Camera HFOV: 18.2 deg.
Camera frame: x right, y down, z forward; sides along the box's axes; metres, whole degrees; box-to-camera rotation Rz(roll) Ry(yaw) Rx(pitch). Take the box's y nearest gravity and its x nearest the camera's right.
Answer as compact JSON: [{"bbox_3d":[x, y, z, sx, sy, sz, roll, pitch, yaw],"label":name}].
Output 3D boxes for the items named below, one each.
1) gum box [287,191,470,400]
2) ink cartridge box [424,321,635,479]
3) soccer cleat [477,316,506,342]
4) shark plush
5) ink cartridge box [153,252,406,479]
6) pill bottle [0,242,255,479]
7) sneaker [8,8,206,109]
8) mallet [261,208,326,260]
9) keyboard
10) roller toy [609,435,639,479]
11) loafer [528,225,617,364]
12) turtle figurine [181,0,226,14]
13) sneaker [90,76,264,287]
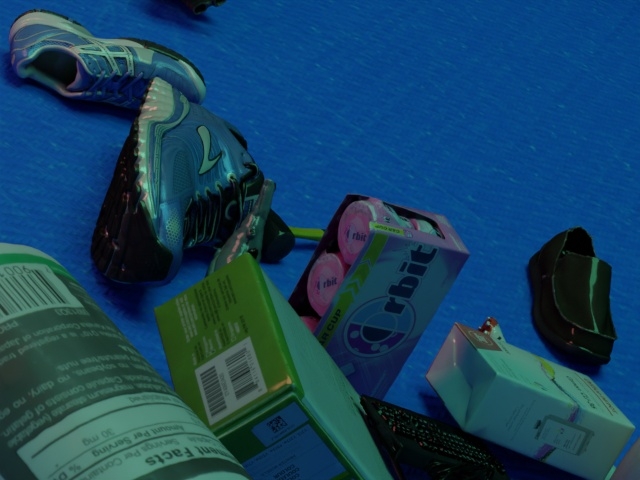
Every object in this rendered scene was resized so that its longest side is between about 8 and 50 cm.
[{"bbox_3d":[0.040,0.050,1.761,0.107,0.188,0.062,12,30,-32],"label":"gum box"},{"bbox_3d":[0.208,0.156,1.845,0.198,0.067,0.115,23,14,-24],"label":"ink cartridge box"},{"bbox_3d":[0.174,0.108,1.985,0.035,0.029,0.083,30,27,-17],"label":"soccer cleat"},{"bbox_3d":[-0.064,0.026,1.767,0.073,0.161,0.067,35,-18,-7],"label":"shark plush"},{"bbox_3d":[-0.016,0.164,1.622,0.255,0.097,0.189,54,8,-35],"label":"ink cartridge box"},{"bbox_3d":[-0.152,0.184,1.293,0.204,0.204,0.361,-2,39,-48],"label":"pill bottle"},{"bbox_3d":[-0.222,-0.167,2.050,0.211,0.080,0.081,14,33,-8],"label":"sneaker"},{"bbox_3d":[0.000,0.000,2.003,0.189,0.039,0.062,11,29,-41],"label":"mallet"},{"bbox_3d":[0.115,0.177,1.717,0.192,0.038,0.100,22,28,-52],"label":"keyboard"},{"bbox_3d":[0.351,0.228,1.746,0.191,0.209,0.146,-22,54,-43],"label":"roller toy"},{"bbox_3d":[0.271,0.051,2.128,0.080,0.078,0.220,20,26,-18],"label":"loafer"},{"bbox_3d":[-0.203,-0.417,2.391,0.274,0.198,0.266,27,21,-11],"label":"turtle figurine"},{"bbox_3d":[-0.119,-0.049,1.853,0.147,0.130,0.330,20,26,-6],"label":"sneaker"}]
